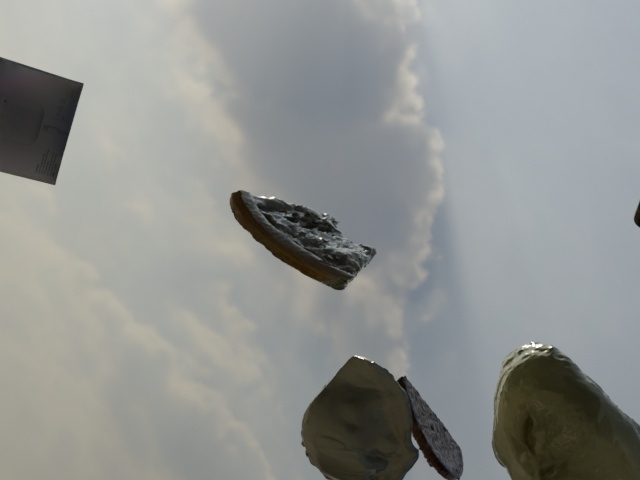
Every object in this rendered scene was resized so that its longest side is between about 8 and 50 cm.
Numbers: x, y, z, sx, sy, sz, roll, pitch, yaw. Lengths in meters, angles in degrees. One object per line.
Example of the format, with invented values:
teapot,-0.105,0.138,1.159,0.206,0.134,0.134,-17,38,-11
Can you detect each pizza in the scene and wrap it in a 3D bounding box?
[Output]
pizza,0.000,0.000,1.539,0.181,0.262,0.034,45,-68,28

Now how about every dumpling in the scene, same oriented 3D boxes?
dumpling,0.044,0.209,1.249,0.127,0.108,0.188,36,-52,26

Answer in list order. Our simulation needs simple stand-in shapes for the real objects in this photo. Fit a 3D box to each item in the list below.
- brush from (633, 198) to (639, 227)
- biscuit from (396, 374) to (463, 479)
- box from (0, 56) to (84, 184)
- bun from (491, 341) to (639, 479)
brush,0.351,-0.081,1.167,0.034,0.027,0.190,47,-31,34
biscuit,0.175,0.314,1.851,0.206,0.025,0.126,53,19,-30
box,-0.361,-0.144,1.382,0.051,0.129,0.130,18,-87,47
bun,0.299,0.250,1.369,0.259,0.160,0.259,45,0,0
